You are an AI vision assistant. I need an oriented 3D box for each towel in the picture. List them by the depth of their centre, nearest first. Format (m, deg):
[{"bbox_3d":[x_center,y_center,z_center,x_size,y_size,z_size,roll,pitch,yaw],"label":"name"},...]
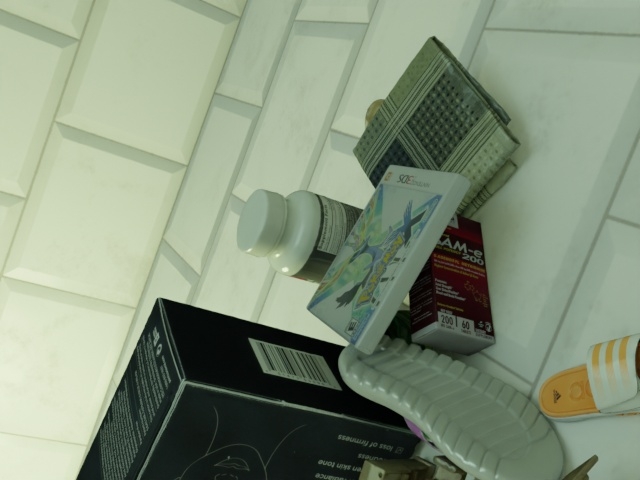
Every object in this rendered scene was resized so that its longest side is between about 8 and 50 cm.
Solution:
[{"bbox_3d":[0.217,-0.176,1.579,0.324,0.056,0.312,-54,52,37],"label":"towel"}]

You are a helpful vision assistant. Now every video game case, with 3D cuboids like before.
[{"bbox_3d":[0.108,0.018,1.457,0.329,0.036,0.300,-60,19,-2],"label":"video game case"}]

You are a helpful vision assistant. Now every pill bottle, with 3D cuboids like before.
[{"bbox_3d":[0.000,0.000,1.672,0.176,0.319,0.176,-39,43,48],"label":"pill bottle"}]

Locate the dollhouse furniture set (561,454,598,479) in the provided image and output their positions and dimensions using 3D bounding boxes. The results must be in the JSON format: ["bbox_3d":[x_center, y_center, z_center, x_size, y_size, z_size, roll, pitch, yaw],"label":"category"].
[{"bbox_3d":[0.325,0.386,1.025,0.151,0.123,0.144,50,124,17],"label":"dollhouse furniture set"}]

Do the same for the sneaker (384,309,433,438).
[{"bbox_3d":[0.155,0.236,1.468,0.109,0.124,0.295,-57,32,25],"label":"sneaker"}]

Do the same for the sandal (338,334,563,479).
[{"bbox_3d":[0.204,0.274,1.306,0.416,0.169,0.102,31,140,41],"label":"sandal"}]

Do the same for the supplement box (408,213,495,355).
[{"bbox_3d":[0.223,0.069,1.436,0.073,0.130,0.239,-39,44,47],"label":"supplement box"}]

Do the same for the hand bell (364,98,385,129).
[{"bbox_3d":[0.221,-0.250,1.682,0.242,0.126,0.126,-6,69,46],"label":"hand bell"}]

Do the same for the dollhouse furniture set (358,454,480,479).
[{"bbox_3d":[0.194,0.444,1.316,0.242,0.161,0.212,19,91,40],"label":"dollhouse furniture set"}]

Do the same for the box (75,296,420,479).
[{"bbox_3d":[-0.154,0.421,1.539,0.471,0.480,0.297,-63,28,15],"label":"box"}]

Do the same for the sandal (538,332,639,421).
[{"bbox_3d":[0.384,0.195,1.133,0.265,0.076,0.101,-36,45,48],"label":"sandal"}]
